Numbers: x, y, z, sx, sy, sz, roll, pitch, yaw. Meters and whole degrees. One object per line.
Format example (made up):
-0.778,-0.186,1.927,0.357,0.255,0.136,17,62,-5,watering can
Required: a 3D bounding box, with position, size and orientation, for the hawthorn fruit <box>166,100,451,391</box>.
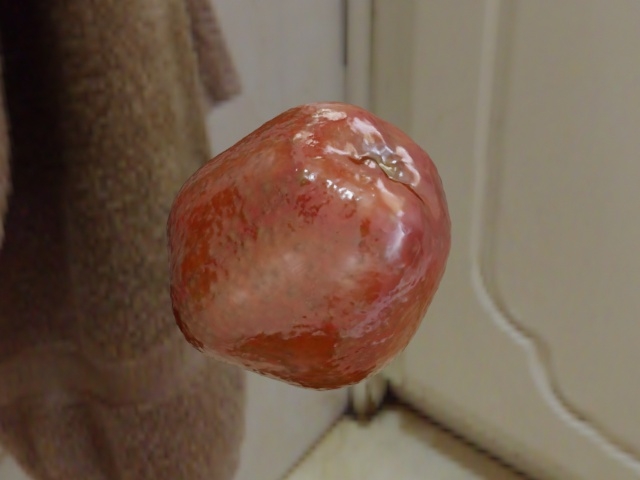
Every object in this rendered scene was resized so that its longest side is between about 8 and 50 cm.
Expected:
0.000,0.000,0.868,0.133,0.138,0.133,21,53,-30,hawthorn fruit
